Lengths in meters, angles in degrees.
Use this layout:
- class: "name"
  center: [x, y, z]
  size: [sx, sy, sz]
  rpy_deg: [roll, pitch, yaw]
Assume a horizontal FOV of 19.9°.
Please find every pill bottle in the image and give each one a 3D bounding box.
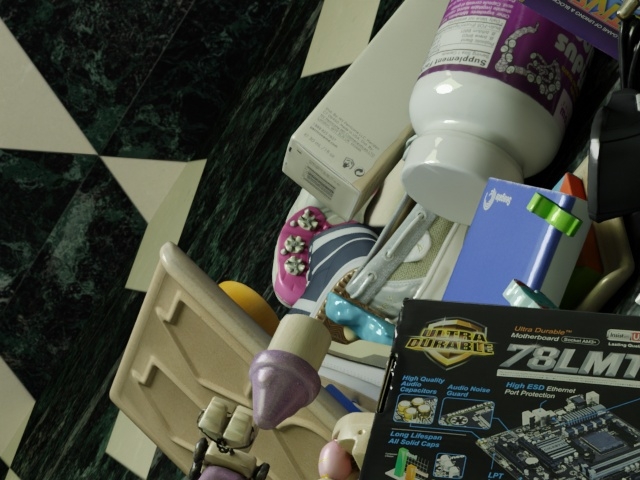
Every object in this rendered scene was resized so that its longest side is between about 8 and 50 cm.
- class: "pill bottle"
  center: [0.193, -0.172, 1.937]
  size: [0.169, 0.169, 0.301]
  rpy_deg: [-30, 34, 63]

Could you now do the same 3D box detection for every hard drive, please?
- class: "hard drive"
  center: [0.146, 0.102, 1.694]
  size: [0.318, 0.040, 0.210]
  rpy_deg: [-69, 15, 1]

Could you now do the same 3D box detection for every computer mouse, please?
- class: "computer mouse"
  center: [0.276, -0.118, 1.579]
  size: [0.262, 0.060, 0.184]
  rpy_deg: [-35, -52, -72]

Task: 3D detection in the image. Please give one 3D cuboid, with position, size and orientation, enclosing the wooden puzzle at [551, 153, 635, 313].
- class: "wooden puzzle"
  center: [0.209, 0.037, 1.737]
  size: [0.221, 0.044, 0.238]
  rpy_deg: [-53, 16, 29]

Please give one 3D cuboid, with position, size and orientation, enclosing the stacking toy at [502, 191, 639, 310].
- class: "stacking toy"
  center: [0.197, 0.076, 1.522]
  size: [0.167, 0.052, 0.221]
  rpy_deg: [-57, 43, 13]

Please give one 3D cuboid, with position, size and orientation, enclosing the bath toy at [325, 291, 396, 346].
- class: "bath toy"
  center: [-0.016, 0.236, 1.958]
  size: [0.348, 0.129, 0.151]
  rpy_deg: [-63, 15, -5]

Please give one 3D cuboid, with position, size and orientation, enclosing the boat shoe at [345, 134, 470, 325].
- class: "boat shoe"
  center: [0.123, -0.051, 2.071]
  size: [0.118, 0.103, 0.320]
  rpy_deg: [-32, 32, 61]

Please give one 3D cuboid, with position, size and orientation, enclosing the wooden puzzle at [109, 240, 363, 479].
- class: "wooden puzzle"
  center: [-0.051, 0.177, 1.758]
  size: [0.080, 0.322, 0.348]
  rpy_deg: [-40, -14, -29]

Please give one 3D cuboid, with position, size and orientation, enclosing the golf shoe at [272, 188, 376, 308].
- class: "golf shoe"
  center: [0.000, 0.000, 2.423]
  size: [0.140, 0.115, 0.306]
  rpy_deg: [-62, 4, 44]

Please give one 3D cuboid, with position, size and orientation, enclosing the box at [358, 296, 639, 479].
- class: "box"
  center: [0.170, 0.173, 1.165]
  size: [0.073, 0.295, 0.293]
  rpy_deg: [82, -163, -45]

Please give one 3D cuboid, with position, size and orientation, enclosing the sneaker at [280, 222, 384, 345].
- class: "sneaker"
  center: [-0.012, 0.098, 2.251]
  size: [0.282, 0.099, 0.153]
  rpy_deg: [-47, 24, 22]

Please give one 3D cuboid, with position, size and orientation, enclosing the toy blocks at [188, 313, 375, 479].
- class: "toy blocks"
  center: [0.016, 0.254, 1.341]
  size: [0.288, 0.309, 0.260]
  rpy_deg: [105, -172, -51]

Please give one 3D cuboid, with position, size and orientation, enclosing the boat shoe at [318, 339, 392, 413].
- class: "boat shoe"
  center: [-0.023, 0.150, 1.861]
  size: [0.113, 0.302, 0.103]
  rpy_deg: [52, -131, -64]

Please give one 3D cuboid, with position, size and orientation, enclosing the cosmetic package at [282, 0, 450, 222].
- class: "cosmetic package"
  center: [0.093, -0.185, 2.218]
  size: [0.309, 0.113, 0.160]
  rpy_deg: [-50, -4, -12]

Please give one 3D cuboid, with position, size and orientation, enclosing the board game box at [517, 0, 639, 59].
- class: "board game box"
  center: [0.290, -0.241, 1.735]
  size: [0.141, 0.170, 0.048]
  rpy_deg: [-43, 25, 53]
